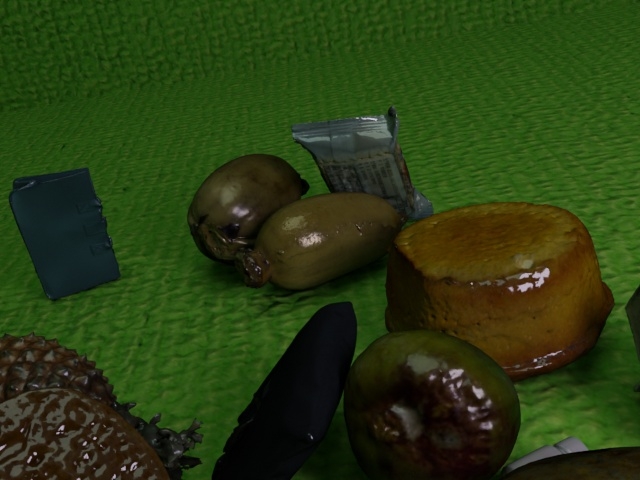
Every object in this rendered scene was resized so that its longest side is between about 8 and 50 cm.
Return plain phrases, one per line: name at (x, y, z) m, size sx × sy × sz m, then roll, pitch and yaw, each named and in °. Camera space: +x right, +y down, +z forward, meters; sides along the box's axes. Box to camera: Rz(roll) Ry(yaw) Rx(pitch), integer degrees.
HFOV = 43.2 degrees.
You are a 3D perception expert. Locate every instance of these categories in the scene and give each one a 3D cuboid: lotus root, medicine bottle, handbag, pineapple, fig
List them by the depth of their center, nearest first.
lotus root at (0.263, 0.254, 0.730) m, size 0.241 × 0.123 × 0.123 m, roll -9°, pitch 16°, yaw 1°
medicine bottle at (0.237, 0.243, 0.842) m, size 0.089 × 0.052 × 0.052 m, roll -20°, pitch 28°, yaw -20°
fig at (0.126, 0.184, 0.868) m, size 0.191 × 0.180 × 0.181 m, roll 9°, pitch 10°, yaw -40°
handbag at (-0.042, 0.202, 0.911) m, size 0.089 × 0.211 × 0.254 m, roll 34°, pitch 28°, yaw -7°
pineapple at (-0.286, 0.216, 0.957) m, size 0.361 × 0.174 × 0.175 m, roll 9°, pitch 32°, yaw 36°
lotus root at (-0.001, -0.003, 1.317) m, size 0.304 × 0.146 × 0.131 m, roll -18°, pitch 38°, yaw -22°
handbag at (-0.443, -0.012, 1.413) m, size 0.144 × 0.221 × 0.057 m, roll -13°, pitch 27°, yaw -7°
lotus root at (-0.113, -0.068, 1.451) m, size 0.183 × 0.182 × 0.310 m, roll 5°, pitch 27°, yaw 29°

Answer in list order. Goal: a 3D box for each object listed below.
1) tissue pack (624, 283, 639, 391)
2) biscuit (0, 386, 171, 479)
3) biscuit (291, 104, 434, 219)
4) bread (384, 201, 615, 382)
tissue pack at (0.470, 0.126, 0.895) m, size 0.230 × 0.145 × 0.159 m, roll -5°, pitch 66°, yaw 1°
biscuit at (-0.317, 0.298, 0.746) m, size 0.314 × 0.063 × 0.367 m, roll 39°, pitch 56°, yaw 12°
biscuit at (0.075, -0.109, 1.373) m, size 0.186 × 0.309 × 0.079 m, roll -6°, pitch 63°, yaw 16°
bread at (0.231, 0.062, 1.071) m, size 0.312 × 0.172 × 0.312 m, roll -10°, pitch 25°, yaw 5°
